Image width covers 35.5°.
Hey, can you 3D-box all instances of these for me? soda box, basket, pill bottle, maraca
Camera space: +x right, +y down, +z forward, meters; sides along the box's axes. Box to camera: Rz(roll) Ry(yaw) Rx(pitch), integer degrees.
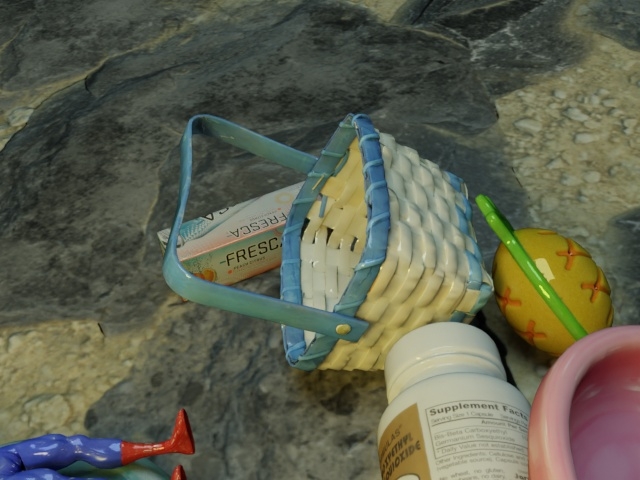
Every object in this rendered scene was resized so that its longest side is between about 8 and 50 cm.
[{"bbox_3d":[-0.080,-0.002,1.087,0.183,0.058,0.063,-20,41,-18],"label":"soda box"},{"bbox_3d":[0.000,0.000,0.933,0.289,0.201,0.254,23,36,-18],"label":"basket"},{"bbox_3d":[0.112,0.178,0.785,0.131,0.131,0.229,-6,39,0],"label":"pill bottle"},{"bbox_3d":[0.206,0.033,0.942,0.099,0.127,0.185,-37,81,9],"label":"maraca"}]

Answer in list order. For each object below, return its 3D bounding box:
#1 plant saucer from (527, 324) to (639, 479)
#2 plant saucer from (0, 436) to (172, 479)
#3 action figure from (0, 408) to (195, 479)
[{"bbox_3d":[0.272,0.210,0.676,0.332,0.084,0.332,19,40,-17],"label":"plant saucer"},{"bbox_3d":[-0.245,0.271,0.788,0.318,0.043,0.317,-3,39,2],"label":"plant saucer"},{"bbox_3d":[-0.252,0.160,0.791,0.281,0.139,0.091,-8,38,2],"label":"action figure"}]
